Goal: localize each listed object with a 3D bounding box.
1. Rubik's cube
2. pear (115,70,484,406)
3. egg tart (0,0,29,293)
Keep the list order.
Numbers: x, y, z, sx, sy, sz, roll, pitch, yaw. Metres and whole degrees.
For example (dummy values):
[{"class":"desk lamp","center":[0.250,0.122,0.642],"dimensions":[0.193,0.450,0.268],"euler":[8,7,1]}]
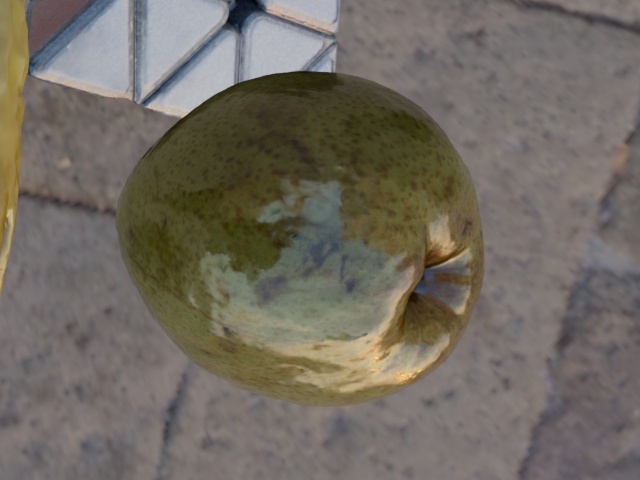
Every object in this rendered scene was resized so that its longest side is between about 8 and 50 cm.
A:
[{"class":"Rubik's cube","center":[-0.099,-0.198,1.436],"dimensions":[0.233,0.228,0.228],"euler":[1,79,-5]},{"class":"pear","center":[0.000,0.000,1.204],"dimensions":[0.228,0.211,0.188],"euler":[-25,136,-40]},{"class":"egg tart","center":[-0.314,-0.050,0.796],"dimensions":[0.178,0.443,0.443],"euler":[14,109,-54]}]
